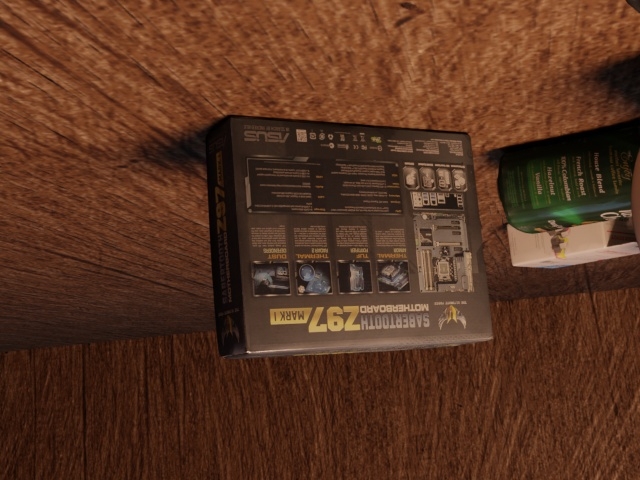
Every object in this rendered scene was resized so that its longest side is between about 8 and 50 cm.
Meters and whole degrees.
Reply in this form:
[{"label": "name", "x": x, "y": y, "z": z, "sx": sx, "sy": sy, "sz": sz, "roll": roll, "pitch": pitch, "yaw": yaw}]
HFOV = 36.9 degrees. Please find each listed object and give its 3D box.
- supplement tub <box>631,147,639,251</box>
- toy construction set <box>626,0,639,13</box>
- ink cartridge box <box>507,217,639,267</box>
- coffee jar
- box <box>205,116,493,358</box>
[{"label": "supplement tub", "x": 0.384, "y": -0.011, "z": 0.708, "sx": 0.228, "sy": 0.228, "sz": 0.316, "roll": -11, "pitch": 164, "yaw": 33}, {"label": "toy construction set", "x": 0.276, "y": -0.102, "z": 0.344, "sx": 0.309, "sy": 0.257, "sz": 0.237, "roll": 8, "pitch": -139, "yaw": 24}, {"label": "ink cartridge box", "x": 0.353, "y": -0.007, "z": 1.267, "sx": 0.104, "sy": 0.061, "sz": 0.181, "roll": 4, "pitch": 167, "yaw": -44}, {"label": "coffee jar", "x": 0.263, "y": -0.058, "z": 0.874, "sx": 0.184, "sy": 0.079, "sz": 0.096, "roll": -11, "pitch": 168, "yaw": 32}, {"label": "box", "x": 0.026, "y": 0.000, "z": 0.786, "sx": 0.233, "sy": 0.183, "sz": 0.059, "roll": -1, "pitch": 169, "yaw": -28}]
